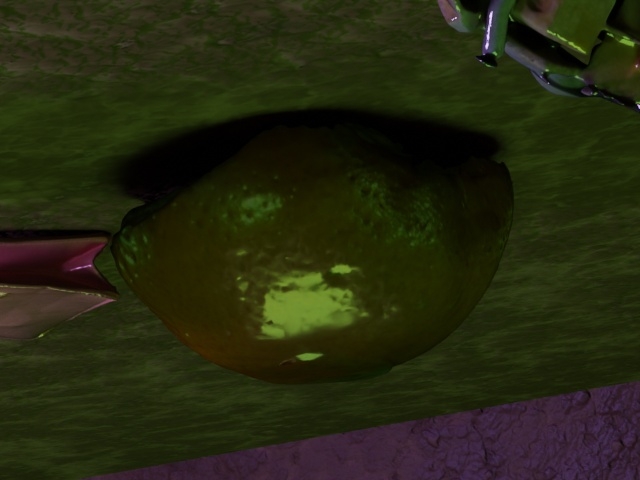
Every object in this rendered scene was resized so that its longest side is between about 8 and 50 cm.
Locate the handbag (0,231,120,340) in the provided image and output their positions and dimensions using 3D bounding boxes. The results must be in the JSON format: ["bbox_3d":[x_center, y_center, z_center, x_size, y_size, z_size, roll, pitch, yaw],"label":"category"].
[{"bbox_3d":[-0.285,0.047,1.725,0.157,0.059,0.212,0,166,-30],"label":"handbag"}]

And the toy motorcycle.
[{"bbox_3d":[0.144,-0.112,1.010,0.229,0.094,0.130,34,-165,22],"label":"toy motorcycle"}]

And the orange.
[{"bbox_3d":[0.003,0.009,1.530,0.262,0.196,0.334,-34,147,34],"label":"orange"}]
